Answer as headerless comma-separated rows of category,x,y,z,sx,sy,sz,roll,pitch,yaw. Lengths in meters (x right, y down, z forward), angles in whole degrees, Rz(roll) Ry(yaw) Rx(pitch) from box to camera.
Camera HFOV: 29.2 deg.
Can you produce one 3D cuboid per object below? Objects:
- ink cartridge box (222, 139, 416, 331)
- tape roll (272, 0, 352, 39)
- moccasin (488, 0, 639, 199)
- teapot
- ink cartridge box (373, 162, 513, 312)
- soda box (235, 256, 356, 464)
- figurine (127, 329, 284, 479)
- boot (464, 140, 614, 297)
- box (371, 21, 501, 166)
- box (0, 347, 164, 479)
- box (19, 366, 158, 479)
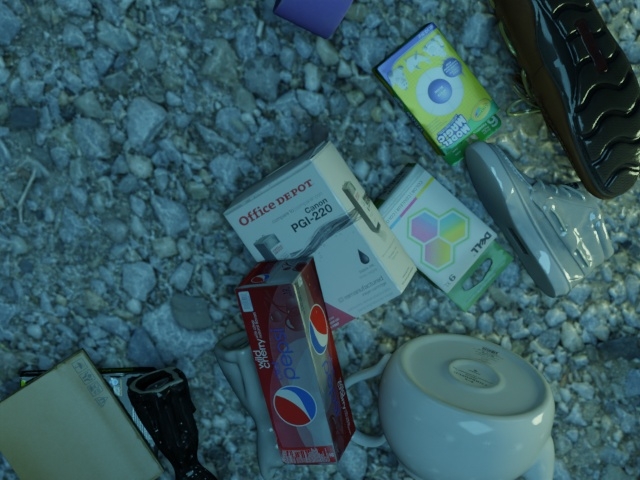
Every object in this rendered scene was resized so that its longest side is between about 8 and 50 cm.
ink cartridge box,0.000,0.000,1.629,0.158,0.092,0.218,-30,98,26
tape roll,0.014,-0.361,1.579,0.080,0.189,0.189,24,91,-10
moccasin,0.324,-0.233,1.675,0.139,0.147,0.380,-32,95,-19
teapot,0.180,0.255,1.655,0.252,0.256,0.187,0,119,-25
ink cartridge box,0.168,0.000,1.699,0.209,0.062,0.109,42,88,-10
soda box,-0.030,0.159,1.602,0.083,0.092,0.263,-6,109,20
figurine,-0.128,0.251,1.650,0.215,0.092,0.209,-24,106,-26
boot,0.309,-0.054,1.711,0.123,0.095,0.258,-36,108,-10
box,0.166,-0.198,1.692,0.105,0.043,0.179,-41,101,-3
box,-0.329,0.269,1.622,0.164,0.021,0.201,-32,100,-3
box,-0.311,0.269,1.658,0.184,0.045,0.191,-2,96,-7
